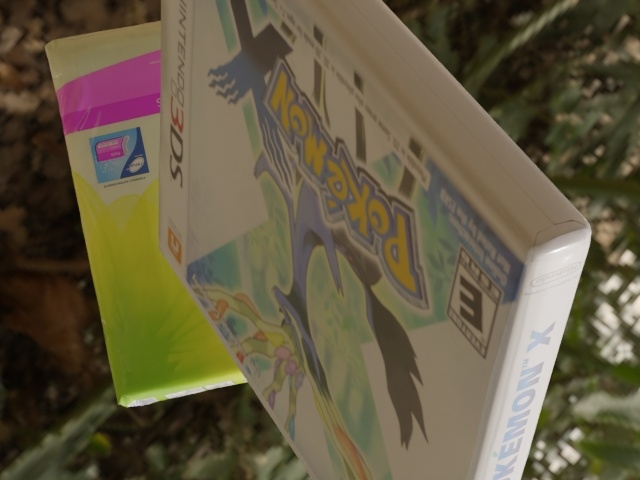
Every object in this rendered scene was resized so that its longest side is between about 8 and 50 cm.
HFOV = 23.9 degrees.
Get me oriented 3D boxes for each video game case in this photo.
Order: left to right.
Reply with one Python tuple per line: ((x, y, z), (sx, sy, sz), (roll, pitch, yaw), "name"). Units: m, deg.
((0.000, 0.000, 0.768), (0.036, 0.329, 0.300), (-19, 140, -24), "video game case")

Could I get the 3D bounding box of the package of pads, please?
((-0.072, -0.035, 1.200), (0.229, 0.297, 0.101), (-11, 180, 4), "package of pads")
